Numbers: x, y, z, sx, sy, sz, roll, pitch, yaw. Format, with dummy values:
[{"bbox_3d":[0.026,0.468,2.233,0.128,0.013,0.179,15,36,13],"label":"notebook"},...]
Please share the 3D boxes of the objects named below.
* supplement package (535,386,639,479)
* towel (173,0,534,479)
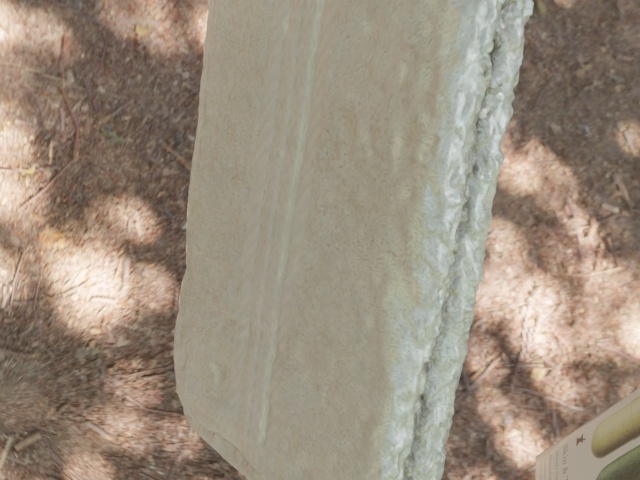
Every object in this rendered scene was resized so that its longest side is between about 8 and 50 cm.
[{"bbox_3d":[0.353,0.263,0.729,0.198,0.262,0.199,23,47,-11],"label":"supplement package"},{"bbox_3d":[0.000,0.000,0.391,0.049,0.187,0.282,-6,112,-41],"label":"towel"}]
